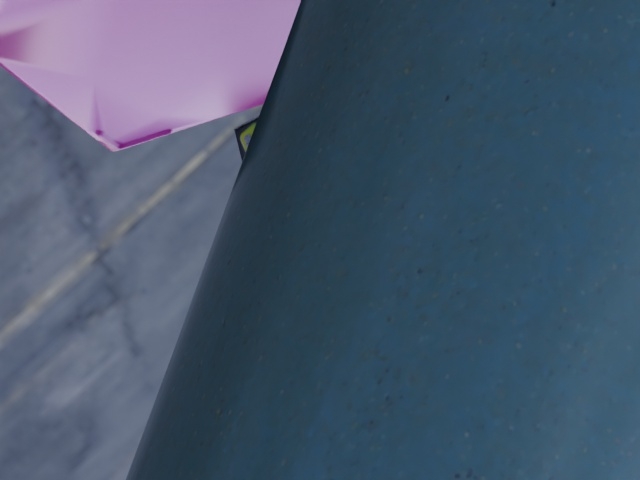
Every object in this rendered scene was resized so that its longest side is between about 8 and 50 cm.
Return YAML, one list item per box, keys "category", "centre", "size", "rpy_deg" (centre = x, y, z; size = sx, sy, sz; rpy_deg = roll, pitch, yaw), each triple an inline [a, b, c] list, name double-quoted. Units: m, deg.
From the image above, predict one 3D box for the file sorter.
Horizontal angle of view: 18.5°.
- category: "file sorter"
  centre: [-0.104, -0.203, 1.208]
  size: [0.202, 0.182, 0.290]
  rpy_deg: [-17, 163, 10]

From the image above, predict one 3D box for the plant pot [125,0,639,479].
- category: "plant pot"
  centre: [0.099, 0.026, 0.703]
  size: [0.341, 0.341, 0.334]
  rpy_deg: [106, 8, -72]

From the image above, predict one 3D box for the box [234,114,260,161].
- category: "box"
  centre: [0.000, 0.000, 1.641]
  size: [0.036, 0.207, 0.114]
  rpy_deg: [-25, 163, 37]
